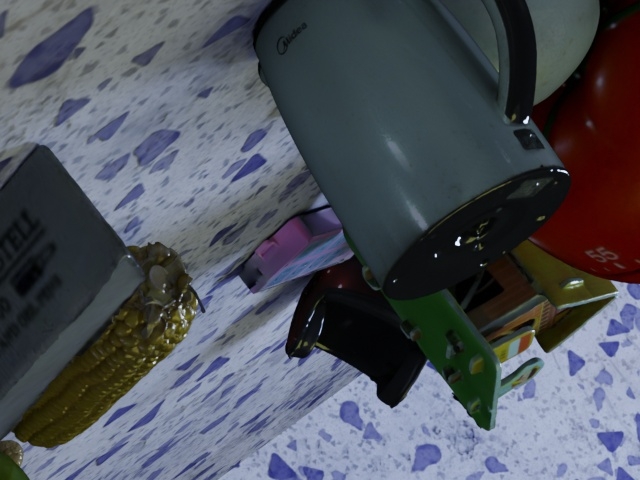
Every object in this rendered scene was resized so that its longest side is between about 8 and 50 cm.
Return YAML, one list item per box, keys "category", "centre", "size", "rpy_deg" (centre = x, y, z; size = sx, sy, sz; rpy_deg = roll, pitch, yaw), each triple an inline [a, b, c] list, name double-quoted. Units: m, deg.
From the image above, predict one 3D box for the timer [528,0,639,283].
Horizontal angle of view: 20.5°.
- category: "timer"
  centre: [0.323, -0.143, 1.686]
  size: [0.279, 0.378, 0.378]
  rpy_deg: [24, 129, -28]

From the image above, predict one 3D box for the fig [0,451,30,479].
- category: "fig"
  centre: [-0.356, 0.297, 1.714]
  size: [0.207, 0.207, 0.230]
  rpy_deg: [-41, 169, 14]

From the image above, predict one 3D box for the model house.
- category: "model house"
  centre: [0.223, -0.040, 1.912]
  size: [0.323, 0.300, 0.340]
  rpy_deg: [-30, 155, -14]

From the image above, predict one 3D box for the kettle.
- category: "kettle"
  centre: [0.074, -0.112, 1.314]
  size: [0.161, 0.236, 0.221]
  rpy_deg: [-7, 149, -48]

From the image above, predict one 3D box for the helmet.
- category: "helmet"
  centre: [0.062, 0.109, 2.387]
  size: [0.216, 0.189, 0.193]
  rpy_deg: [-48, -164, 58]

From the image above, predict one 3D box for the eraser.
- category: "eraser"
  centre: [-0.251, 0.071, 1.338]
  size: [0.352, 0.111, 0.077]
  rpy_deg: [-45, 169, 31]

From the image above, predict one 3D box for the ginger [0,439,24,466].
- category: "ginger"
  centre: [-0.393, 0.287, 1.888]
  size: [0.205, 0.081, 0.115]
  rpy_deg: [-44, -156, -17]

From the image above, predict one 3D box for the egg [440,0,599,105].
- category: "egg"
  centre: [0.137, -0.175, 1.477]
  size: [0.209, 0.151, 0.151]
  rpy_deg: [-18, 163, -19]

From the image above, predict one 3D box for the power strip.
- category: "power strip"
  centre: [0.000, 0.000, 2.130]
  size: [0.109, 0.037, 0.279]
  rpy_deg: [-44, 169, 25]

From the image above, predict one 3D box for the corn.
- category: "corn"
  centre: [-0.210, 0.106, 1.668]
  size: [0.106, 0.106, 0.305]
  rpy_deg: [-29, 168, -43]
